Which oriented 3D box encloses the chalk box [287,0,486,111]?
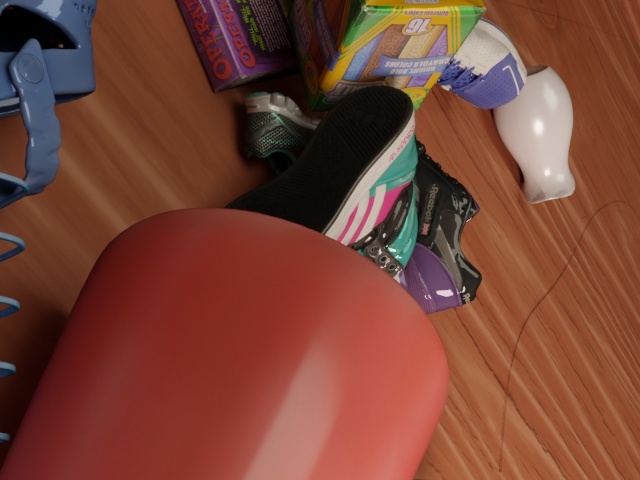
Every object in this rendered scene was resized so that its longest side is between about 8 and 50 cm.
[{"bbox_3d":[0.050,-0.218,0.830,0.132,0.213,0.132,-5,66,-22],"label":"chalk box"}]

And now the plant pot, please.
[{"bbox_3d":[-0.075,0.154,0.501,0.275,0.275,0.243,51,40,-26],"label":"plant pot"}]

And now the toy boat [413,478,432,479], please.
[{"bbox_3d":[0.113,0.372,0.731,0.267,0.148,0.318,12,33,-53],"label":"toy boat"}]

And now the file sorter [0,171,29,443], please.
[{"bbox_3d":[-0.248,0.039,0.477,0.118,0.105,0.170,19,60,-48],"label":"file sorter"}]

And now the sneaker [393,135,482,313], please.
[{"bbox_3d":[0.120,-0.056,0.948,0.107,0.124,0.283,26,54,-81],"label":"sneaker"}]

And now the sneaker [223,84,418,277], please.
[{"bbox_3d":[0.000,0.000,0.805,0.295,0.124,0.178,-46,143,-21],"label":"sneaker"}]

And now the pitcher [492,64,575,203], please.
[{"bbox_3d":[0.365,-0.188,1.360,0.177,0.126,0.207,-67,141,-67],"label":"pitcher"}]

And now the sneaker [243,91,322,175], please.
[{"bbox_3d":[-0.025,-0.099,0.870,0.166,0.065,0.076,20,77,-43],"label":"sneaker"}]

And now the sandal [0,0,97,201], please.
[{"bbox_3d":[-0.220,-0.151,0.591,0.138,0.126,0.317,45,52,-36],"label":"sandal"}]

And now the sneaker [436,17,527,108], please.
[{"bbox_3d":[0.139,-0.257,1.095,0.315,0.127,0.182,37,52,-29],"label":"sneaker"}]

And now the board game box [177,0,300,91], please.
[{"bbox_3d":[-0.103,-0.343,0.872,0.208,0.056,0.346,-29,98,-57],"label":"board game box"}]
